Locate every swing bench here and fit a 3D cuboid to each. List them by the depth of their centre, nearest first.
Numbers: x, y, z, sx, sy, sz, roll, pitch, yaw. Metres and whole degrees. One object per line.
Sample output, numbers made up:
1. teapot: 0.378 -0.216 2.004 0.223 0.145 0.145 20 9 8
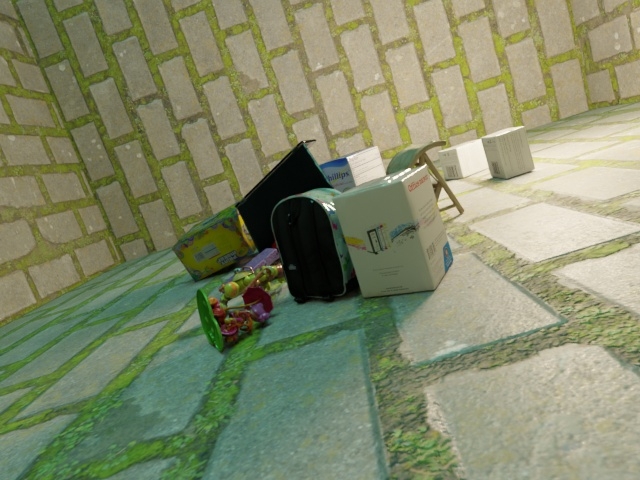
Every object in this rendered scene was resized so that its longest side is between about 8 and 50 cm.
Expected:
1. swing bench: 0.339 -0.200 1.540 0.165 0.255 0.253 -19 10 -3

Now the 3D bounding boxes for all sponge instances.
1. sponge: -0.228 0.101 1.434 0.210 0.031 0.117 -42 17 -20

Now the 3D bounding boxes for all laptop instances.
1. laptop: -0.121 -0.184 1.787 0.382 0.236 0.408 -40 4 17

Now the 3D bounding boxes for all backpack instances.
1. backpack: 0.000 0.000 1.091 0.225 0.254 0.191 -10 13 44

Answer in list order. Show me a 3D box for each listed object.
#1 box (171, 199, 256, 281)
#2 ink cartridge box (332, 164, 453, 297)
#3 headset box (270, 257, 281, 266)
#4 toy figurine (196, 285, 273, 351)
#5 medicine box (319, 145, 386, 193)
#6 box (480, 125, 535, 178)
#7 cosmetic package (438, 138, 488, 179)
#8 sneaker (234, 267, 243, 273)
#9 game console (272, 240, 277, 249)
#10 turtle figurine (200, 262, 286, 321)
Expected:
1. box: -0.416 -0.011 1.887 0.289 0.177 0.279 -26 18 14
2. ink cartridge box: 0.162 -0.022 0.972 0.168 0.233 0.171 -12 12 33
3. headset box: -0.131 0.067 1.474 0.083 0.032 0.062 -25 11 7
4. toy figurine: -0.178 0.163 1.014 0.159 0.130 0.173 -13 29 -27
5. medicine box: 0.157 -0.217 1.852 0.149 0.290 0.263 -11 13 37
6. box: 0.760 -0.357 1.823 0.119 0.182 0.181 -18 10 5
7. cosmetic package: 0.720 -0.405 2.233 0.183 0.152 0.151 -22 12 -19
8. sneaker: -0.258 0.108 1.604 0.098 0.038 0.069 3 20 39
9. game console: -0.084 0.004 1.500 0.124 0.085 0.144 -59 23 -1
10. turtle figurine: -0.201 0.121 1.210 0.269 0.087 0.217 -41 -13 26
